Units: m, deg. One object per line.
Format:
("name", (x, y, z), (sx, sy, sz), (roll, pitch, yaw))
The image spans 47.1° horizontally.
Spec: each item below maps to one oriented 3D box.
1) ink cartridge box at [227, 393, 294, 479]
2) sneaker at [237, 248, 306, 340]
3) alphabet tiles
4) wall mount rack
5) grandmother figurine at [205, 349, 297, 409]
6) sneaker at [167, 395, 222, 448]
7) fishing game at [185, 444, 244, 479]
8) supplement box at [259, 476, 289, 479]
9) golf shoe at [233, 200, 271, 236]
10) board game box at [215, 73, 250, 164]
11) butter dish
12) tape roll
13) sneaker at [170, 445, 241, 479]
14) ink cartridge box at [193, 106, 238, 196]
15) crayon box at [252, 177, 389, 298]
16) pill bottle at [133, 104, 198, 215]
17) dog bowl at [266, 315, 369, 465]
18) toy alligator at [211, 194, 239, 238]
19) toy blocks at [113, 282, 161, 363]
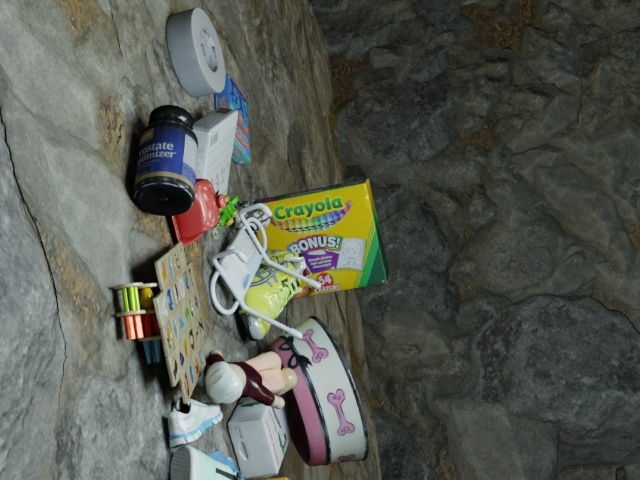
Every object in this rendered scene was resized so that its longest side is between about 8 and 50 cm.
("ink cartridge box", (-0.144, 0.464, 1.837), (0.219, 0.092, 0.160), (-65, 143, -71))
("sneaker", (-0.135, 0.130, 2.040), (0.384, 0.147, 0.145), (-79, 157, -57))
("alphabet tiles", (-0.284, 0.159, 1.509), (0.342, 0.011, 0.285), (-87, 168, -80))
("wall mount rack", (-0.142, 0.087, 1.913), (0.304, 0.130, 0.350), (60, 31, -27))
("grandmother figurine", (-0.170, 0.308, 1.672), (0.104, 0.208, 0.342), (-67, 165, 0))
("sneaker", (-0.256, 0.348, 1.494), (0.191, 0.071, 0.083), (-21, 94, -78))
("fishing game", (-0.217, 0.536, 1.539), (0.264, 0.041, 0.189), (47, 33, -42))
("supplement box", (-0.106, 0.703, 1.839), (0.104, 0.081, 0.188), (63, 20, -54))
("golf shoe", (-0.202, -0.050, 2.091), (0.198, 0.077, 0.094), (29, 62, -66))
("board game box", (-0.255, -0.349, 2.131), (0.160, 0.047, 0.210), (52, 31, -65))
("butter dish", (-0.271, -0.079, 1.664), (0.160, 0.118, 0.160), (-51, 130, -73))
("tape roll", (-0.319, -0.483, 1.898), (0.219, 0.072, 0.219), (-11, 90, -77))
("sneaker", (-0.210, 0.529, 1.392), (0.151, 0.094, 0.256), (36, 38, -41))
("ink cartridge box", (-0.282, -0.196, 1.864), (0.275, 0.060, 0.239), (-68, 170, -68))
("crayon box", (0.000, 0.000, 2.247), (0.106, 0.363, 0.313), (-61, 139, -71))
("pill bottle", (-0.317, -0.169, 1.523), (0.123, 0.123, 0.219), (62, 21, -55))
("dog bowl", (-0.021, 0.420, 1.982), (0.408, 0.150, 0.408), (163, -90, -75))
("toy alligator", (-0.258, -0.058, 1.874), (0.056, 0.051, 0.189), (59, 30, -26))
("toy blocks", (-0.329, 0.154, 1.353), (0.123, 0.054, 0.148), (17, 64, -77))
